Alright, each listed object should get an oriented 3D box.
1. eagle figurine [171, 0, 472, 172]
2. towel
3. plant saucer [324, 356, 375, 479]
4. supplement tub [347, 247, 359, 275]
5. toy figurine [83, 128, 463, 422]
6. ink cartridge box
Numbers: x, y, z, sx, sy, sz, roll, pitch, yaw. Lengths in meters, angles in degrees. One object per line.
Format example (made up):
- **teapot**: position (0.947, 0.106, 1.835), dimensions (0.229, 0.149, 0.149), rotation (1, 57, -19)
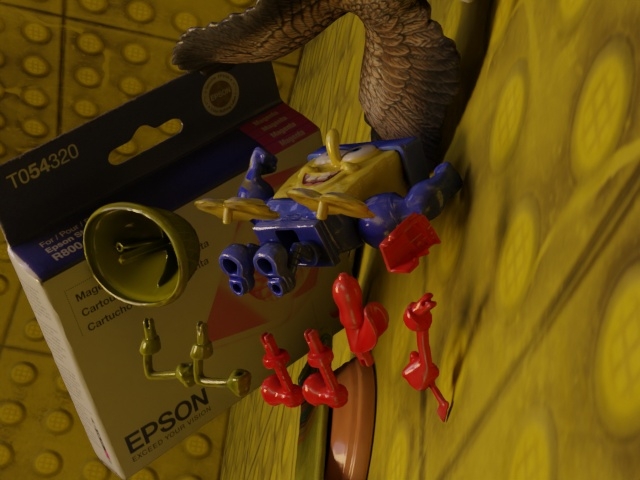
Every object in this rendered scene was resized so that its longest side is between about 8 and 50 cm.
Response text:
- **eagle figurine**: position (0.033, -0.192, 0.915), dimensions (0.226, 0.225, 0.298), rotation (50, 125, 27)
- **towel**: position (-0.011, 0.204, 1.063), dimensions (0.102, 0.021, 0.237), rotation (107, 171, -46)
- **plant saucer**: position (0.014, 0.214, 1.089), dimensions (0.200, 0.037, 0.199), rotation (-168, 90, -84)
- **supplement tub**: position (-0.010, -0.003, 1.305), dimensions (0.117, 0.117, 0.190), rotation (177, 105, -83)
- **toy figurine**: position (0.000, 0.000, 0.900), dimensions (0.217, 0.363, 0.191), rotation (-41, -64, -39)
- **ink cartridge box**: position (-0.122, 0.016, 1.061), dimensions (0.071, 0.324, 0.330), rotation (25, 139, 46)
